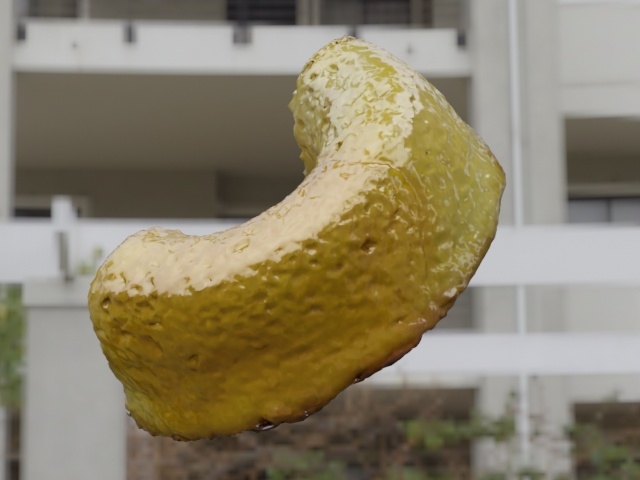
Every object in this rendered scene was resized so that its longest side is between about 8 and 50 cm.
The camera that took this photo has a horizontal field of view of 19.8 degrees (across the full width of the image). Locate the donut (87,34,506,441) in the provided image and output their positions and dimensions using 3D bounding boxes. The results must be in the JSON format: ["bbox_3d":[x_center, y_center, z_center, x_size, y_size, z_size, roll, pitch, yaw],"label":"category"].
[{"bbox_3d":[0.006,-0.002,0.974,0.152,0.259,0.101,16,-35,48],"label":"donut"}]
